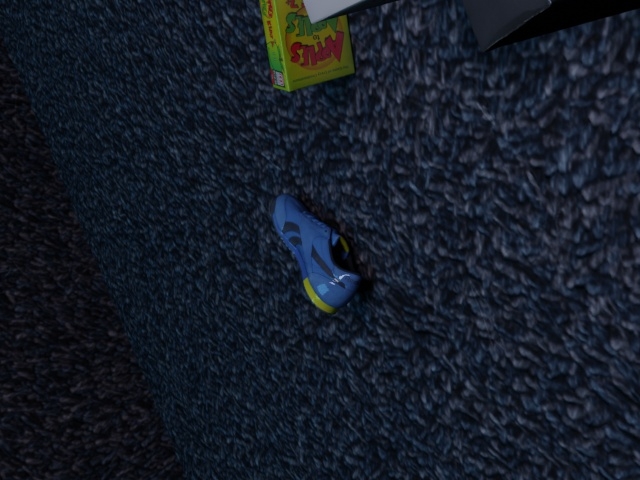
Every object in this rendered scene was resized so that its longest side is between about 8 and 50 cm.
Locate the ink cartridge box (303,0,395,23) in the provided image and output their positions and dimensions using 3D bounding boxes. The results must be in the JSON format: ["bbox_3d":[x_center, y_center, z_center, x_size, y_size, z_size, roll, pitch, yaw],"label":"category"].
[{"bbox_3d":[0.094,-0.260,1.054,0.153,0.208,0.086,-4,104,66],"label":"ink cartridge box"}]

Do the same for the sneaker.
[{"bbox_3d":[0.000,0.000,1.653,0.082,0.069,0.209,-50,46,25],"label":"sneaker"}]

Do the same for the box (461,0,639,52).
[{"bbox_3d":[0.166,-0.292,0.909,0.261,0.184,0.103,69,157,4],"label":"box"}]

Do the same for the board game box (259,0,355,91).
[{"bbox_3d":[-0.020,-0.274,1.440,0.043,0.092,0.181,26,130,57],"label":"board game box"}]
